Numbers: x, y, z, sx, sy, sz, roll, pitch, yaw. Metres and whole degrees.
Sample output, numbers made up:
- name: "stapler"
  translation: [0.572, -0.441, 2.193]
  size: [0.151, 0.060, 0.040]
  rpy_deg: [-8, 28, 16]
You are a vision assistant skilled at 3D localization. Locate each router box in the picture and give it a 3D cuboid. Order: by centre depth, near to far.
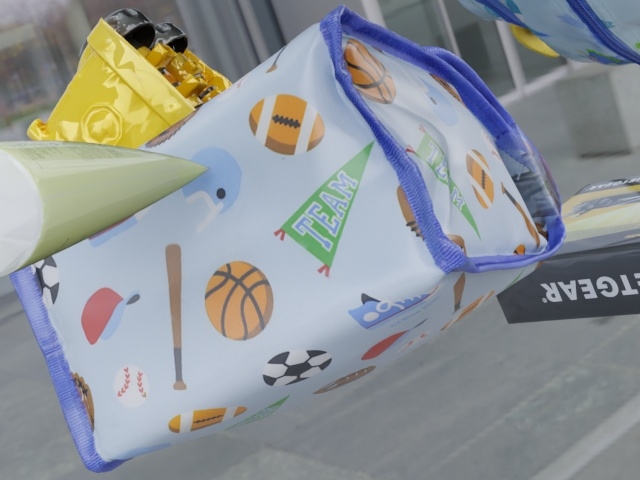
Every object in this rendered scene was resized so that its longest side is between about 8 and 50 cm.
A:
- name: "router box"
  translation: [0.383, -0.004, 1.258]
  size: [0.243, 0.081, 0.309]
  rpy_deg: [-35, 15, -38]

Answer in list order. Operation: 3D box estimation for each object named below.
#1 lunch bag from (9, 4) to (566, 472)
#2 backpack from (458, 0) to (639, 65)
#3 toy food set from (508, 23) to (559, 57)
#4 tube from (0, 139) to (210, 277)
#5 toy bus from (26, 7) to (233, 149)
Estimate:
- name: "lunch bag"
  translation: [0.000, 0.000, 0.882]
  size: [0.328, 0.239, 0.385]
  rpy_deg: [-29, -14, 24]
- name: "backpack"
  translation: [0.138, -0.234, 0.512]
  size: [0.273, 0.355, 0.290]
  rpy_deg: [-2, 63, 54]
- name: "toy food set"
  translation: [0.232, -0.273, 1.038]
  size: [0.128, 0.218, 0.071]
  rpy_deg: [-41, 38, -18]
- name: "tube"
  translation: [-0.131, -0.027, 0.589]
  size: [0.062, 0.070, 0.240]
  rpy_deg: [-51, -1, 11]
- name: "toy bus"
  translation: [-0.177, -0.092, 1.044]
  size: [0.211, 0.149, 0.220]
  rpy_deg: [-49, -6, 12]
